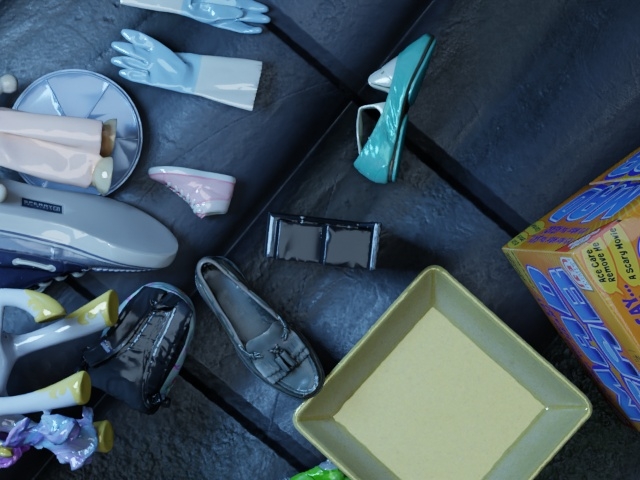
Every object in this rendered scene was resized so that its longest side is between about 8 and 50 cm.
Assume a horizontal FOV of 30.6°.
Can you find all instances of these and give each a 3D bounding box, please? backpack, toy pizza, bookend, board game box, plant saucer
[{"bbox_3d":[-0.263,0.148,1.741,0.152,0.115,0.182,29,90,-10],"label":"backpack"},{"bbox_3d":[-0.370,-0.158,1.766,0.201,0.032,0.201,0,91,-8],"label":"toy pizza"},{"bbox_3d":[0.000,0.000,1.749,0.157,0.156,0.072,6,90,-6],"label":"bookend"},{"bbox_3d":[0.549,0.056,1.713,0.356,0.356,0.356,-36,94,-5],"label":"board game box"},{"bbox_3d":[0.183,0.265,1.791,0.333,0.081,0.333,42,85,6],"label":"plant saucer"}]

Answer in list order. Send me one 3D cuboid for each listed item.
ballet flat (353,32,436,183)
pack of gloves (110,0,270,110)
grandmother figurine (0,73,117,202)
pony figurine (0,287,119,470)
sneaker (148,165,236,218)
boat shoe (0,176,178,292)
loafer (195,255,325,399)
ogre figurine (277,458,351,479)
[{"bbox_3d":[0.106,-0.212,1.800,0.087,0.083,0.247,16,87,7],"label":"ballet flat"},{"bbox_3d":[-0.199,-0.313,1.789,0.232,0.046,0.195,13,78,-10],"label":"pack of gloves"},{"bbox_3d":[-0.467,-0.156,1.661,0.342,0.104,0.208,9,50,-17],"label":"grandmother figurine"},{"bbox_3d":[-0.474,0.223,1.626,0.363,0.303,0.351,-2,79,14],"label":"pony figurine"},{"bbox_3d":[-0.199,-0.072,1.777,0.134,0.051,0.070,9,85,-11],"label":"sneaker"},{"bbox_3d":[-0.394,0.016,1.733,0.340,0.127,0.158,16,123,-16],"label":"boat shoe"},{"bbox_3d":[-0.100,0.132,1.747,0.096,0.084,0.267,-42,80,-2],"label":"loafer"},{"bbox_3d":[0.025,0.416,1.790,0.118,0.097,0.197,-44,84,7],"label":"ogre figurine"}]
